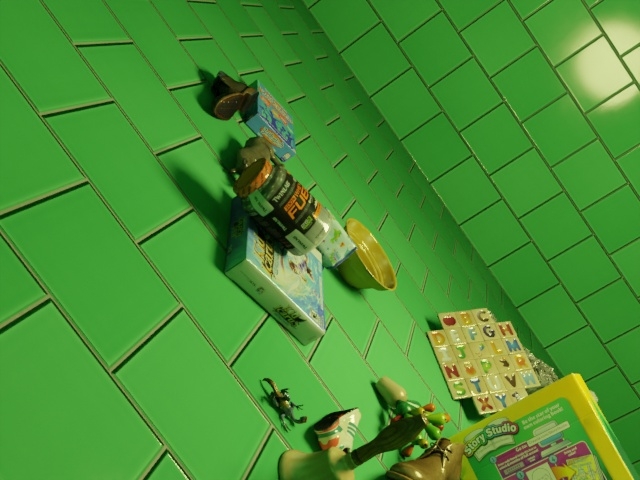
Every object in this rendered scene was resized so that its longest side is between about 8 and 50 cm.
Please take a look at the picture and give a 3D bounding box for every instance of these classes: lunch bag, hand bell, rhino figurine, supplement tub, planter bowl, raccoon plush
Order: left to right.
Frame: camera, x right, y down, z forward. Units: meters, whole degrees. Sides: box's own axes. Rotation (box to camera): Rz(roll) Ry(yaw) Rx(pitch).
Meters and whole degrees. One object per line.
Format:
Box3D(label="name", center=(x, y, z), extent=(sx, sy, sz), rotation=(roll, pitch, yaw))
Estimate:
Box3D(label="rhino figurine", center=(-0.152, -0.171, 1.728), extent=(0.106, 0.073, 0.243), rotation=(55, 20, -15))
Box3D(label="supplement tub", center=(-0.076, -0.068, 1.496), extent=(0.190, 0.117, 0.117), rotation=(43, 23, -25))
Box3D(label="lunch bag", center=(0.000, 0.000, 1.779), extent=(0.129, 0.096, 0.151), rotation=(54, -14, -7))
Box3D(label="planter bowl", center=(0.098, 0.057, 1.933), extent=(0.217, 0.090, 0.217), rotation=(46, 22, -25))
Box3D(label="hand bell", center=(0.066, 0.336, 1.182), extent=(0.126, 0.242, 0.126), rotation=(48, 20, -24))
Box3D(label="raccoon plush", center=(0.644, 0.411, 2.429), extent=(0.446, 0.216, 0.299), rotation=(23, 33, -31))

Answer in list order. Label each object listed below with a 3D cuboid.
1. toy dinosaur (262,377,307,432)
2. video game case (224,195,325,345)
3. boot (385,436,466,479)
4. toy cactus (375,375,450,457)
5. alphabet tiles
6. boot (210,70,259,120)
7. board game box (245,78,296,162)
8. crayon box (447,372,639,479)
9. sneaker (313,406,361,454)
Box3D(label="toy dinosaur", center=(-0.054, 0.282, 1.293), extent=(0.090, 0.047, 0.082), rotation=(61, -1, 45))
Box3D(label="video game case", center=(-0.088, 0.046, 1.552), extent=(0.244, 0.061, 0.270), rotation=(44, 23, -28))
Box3D(label="boot", center=(0.217, 0.447, 1.508), extent=(0.112, 0.115, 0.305), rotation=(21, -4, 29))
Box3D(label="toy cactus", center=(0.191, 0.381, 1.667), extent=(0.180, 0.112, 0.219), rotation=(43, 16, 22))
Box3D(label="alphabet tiles", center=(0.476, 0.346, 2.206), extent=(0.285, 0.011, 0.343), rotation=(-5, 50, -17))
Box3D(label="boot", center=(-0.242, -0.359, 1.849), extent=(0.106, 0.082, 0.219), rotation=(35, 23, 6))
Box3D(label="board game box", center=(-0.136, -0.329, 2.052), extent=(0.160, 0.047, 0.210), rotation=(44, 22, -31))
Box3D(label="crayon box", center=(0.522, 0.535, 1.770), extent=(0.106, 0.362, 0.313), rotation=(22, 39, -58))
Box3D(label="sneaker", center=(0.037, 0.358, 1.381), extent=(0.161, 0.057, 0.075), rotation=(-2, 76, -69))
